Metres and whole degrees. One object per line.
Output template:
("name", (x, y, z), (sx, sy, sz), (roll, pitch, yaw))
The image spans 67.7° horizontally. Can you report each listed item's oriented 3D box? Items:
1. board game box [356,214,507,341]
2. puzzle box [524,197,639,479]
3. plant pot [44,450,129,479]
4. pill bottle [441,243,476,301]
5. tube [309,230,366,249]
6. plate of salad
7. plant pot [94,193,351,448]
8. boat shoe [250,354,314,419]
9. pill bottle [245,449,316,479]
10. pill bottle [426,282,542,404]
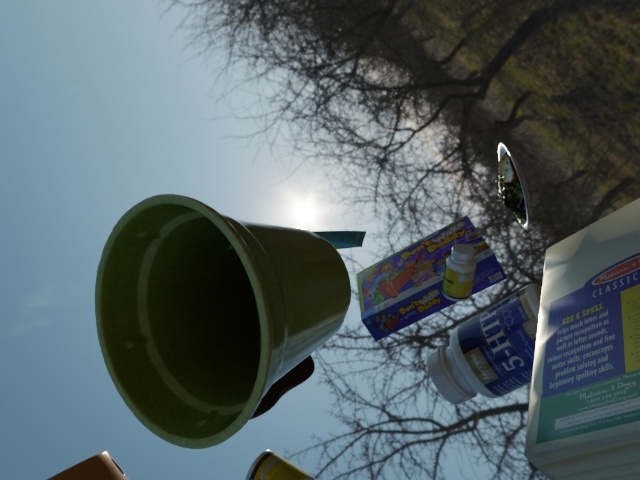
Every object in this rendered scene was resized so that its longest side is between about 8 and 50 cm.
("board game box", (0.264, 0.091, 1.226), (0.078, 0.347, 0.233), (55, -166, -21))
("puzzle box", (0.329, 0.002, 0.311), (0.052, 0.409, 0.272), (42, -136, -6))
("plant pot", (-0.498, 0.572, 0.964), (0.204, 0.290, 0.290), (61, -154, 11))
("pill bottle", (0.302, 0.069, 1.034), (0.065, 0.117, 0.065), (1, -152, -1))
("tube", (0.000, 0.000, 1.112), (0.080, 0.206, 0.052), (-70, -27, -55))
("plate of salad", (0.412, -0.116, 1.043), (0.200, 0.048, 0.200), (-18, -90, -77))
("plant pot", (-0.097, 0.079, 0.620), (0.276, 0.276, 0.253), (54, -151, 17))
("boat shoe", (-0.143, 0.331, 1.075), (0.302, 0.098, 0.109), (-17, -107, -48))
("pill bottle", (-0.083, 0.650, 1.244), (0.208, 0.119, 0.119), (17, -173, 32))
("pill bottle", (0.246, 0.151, 0.660), (0.112, 0.186, 0.112), (35, -148, -26))
